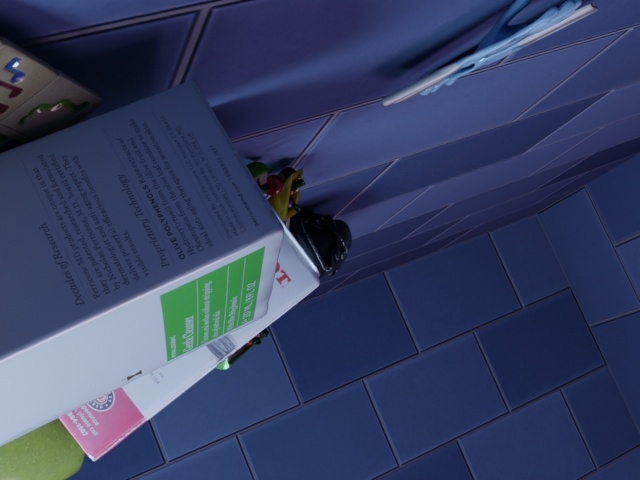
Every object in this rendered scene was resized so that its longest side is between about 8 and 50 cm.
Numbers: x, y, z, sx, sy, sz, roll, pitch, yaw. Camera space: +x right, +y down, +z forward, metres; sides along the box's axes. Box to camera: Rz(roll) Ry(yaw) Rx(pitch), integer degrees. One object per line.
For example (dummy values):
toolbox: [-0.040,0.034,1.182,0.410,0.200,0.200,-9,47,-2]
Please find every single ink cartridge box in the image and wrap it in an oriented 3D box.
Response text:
ink cartridge box: [-0.172,0.050,0.889,0.283,0.207,0.117,-37,-179,-12]

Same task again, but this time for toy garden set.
toy garden set: [-0.070,0.021,1.140,0.049,0.244,0.204,8,-163,18]

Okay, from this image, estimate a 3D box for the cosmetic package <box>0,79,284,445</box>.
cosmetic package: [-0.228,0.044,0.671,0.365,0.155,0.197,-27,162,-17]

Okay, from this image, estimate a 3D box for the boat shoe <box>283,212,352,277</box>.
boat shoe: [0.002,0.004,1.568,0.113,0.127,0.340,-25,173,1]

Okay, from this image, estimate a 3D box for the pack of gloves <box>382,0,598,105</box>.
pack of gloves: [0.191,-0.229,0.995,0.232,0.046,0.195,-24,-177,25]

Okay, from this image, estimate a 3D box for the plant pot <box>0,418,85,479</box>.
plant pot: [-0.417,0.205,0.953,0.293,0.275,0.274,3,158,-32]

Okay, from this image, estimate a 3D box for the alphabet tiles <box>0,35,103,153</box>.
alphabet tiles: [-0.313,-0.047,0.566,0.285,0.011,0.342,-34,161,10]
